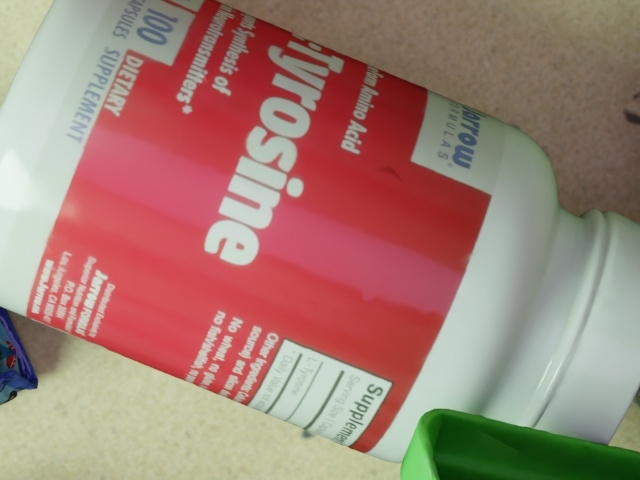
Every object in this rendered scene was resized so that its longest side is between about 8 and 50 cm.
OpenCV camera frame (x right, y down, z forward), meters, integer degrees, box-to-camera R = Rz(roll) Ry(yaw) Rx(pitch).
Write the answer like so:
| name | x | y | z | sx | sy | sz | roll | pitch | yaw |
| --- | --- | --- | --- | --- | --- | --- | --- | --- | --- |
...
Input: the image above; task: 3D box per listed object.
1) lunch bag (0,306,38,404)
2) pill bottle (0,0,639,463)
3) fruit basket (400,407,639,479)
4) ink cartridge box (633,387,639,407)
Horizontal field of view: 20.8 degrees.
| name | x | y | z | sx | sy | sz | roll | pitch | yaw |
| --- | --- | --- | --- | --- | --- | --- | --- | --- | --- |
| lunch bag | -0.353 | 0.010 | 1.141 | 0.221 | 0.138 | 0.293 | -25 | 85 | 1 |
| pill bottle | 0.000 | 0.000 | 1.098 | 0.408 | 0.229 | 0.229 | 22 | 92 | -4 |
| fruit basket | 0.236 | 0.219 | 0.953 | 0.392 | 0.392 | 0.283 | -14 | 50 | -2 |
| ink cartridge box | 0.340 | 0.132 | 1.194 | 0.208 | 0.087 | 0.153 | 45 | 89 | -3 |
